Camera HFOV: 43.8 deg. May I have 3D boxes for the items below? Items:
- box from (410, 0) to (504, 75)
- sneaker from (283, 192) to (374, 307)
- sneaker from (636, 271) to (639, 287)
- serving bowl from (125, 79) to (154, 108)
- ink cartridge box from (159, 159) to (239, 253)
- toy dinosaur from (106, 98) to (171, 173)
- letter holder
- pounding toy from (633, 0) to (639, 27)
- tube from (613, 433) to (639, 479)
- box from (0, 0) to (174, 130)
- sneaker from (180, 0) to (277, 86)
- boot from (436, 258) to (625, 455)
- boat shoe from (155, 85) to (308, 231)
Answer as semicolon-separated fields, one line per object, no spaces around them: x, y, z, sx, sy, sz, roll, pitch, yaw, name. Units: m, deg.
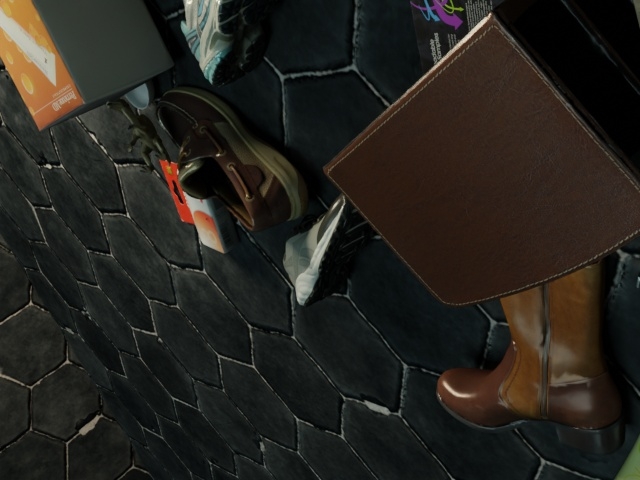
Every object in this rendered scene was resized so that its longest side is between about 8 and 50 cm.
0.165;-0.201;0.799;0.162;0.029;0.116;19;137;40;box
0.000;0.000;1.163;0.108;0.100;0.271;54;149;16;sneaker
0.405;0.059;0.664;0.281;0.115;0.105;19;136;42;sneaker
-0.309;-0.267;1.356;0.083;0.027;0.083;30;138;31;serving bowl
-0.235;-0.065;1.457;0.179;0.045;0.145;17;134;40;ink cartridge box
-0.267;-0.155;1.263;0.183;0.053;0.093;53;-160;-50;toy dinosaur
0.178;-0.081;0.738;0.214;0.152;0.302;49;149;-2;letter holder
0.284;-0.200;0.533;0.130;0.141;0.100;5;126;51;pounding toy
0.400;0.299;0.979;0.070;0.062;0.240;6;135;-3;tube
-0.409;-0.372;1.220;0.215;0.168;0.345;-8;111;53;box
-0.126;-0.313;0.995;0.122;0.110;0.283;51;149;9;sneaker
0.232;0.120;0.978;0.264;0.096;0.280;13;131;47;boot
-0.168;-0.122;1.217;0.342;0.123;0.123;41;148;29;boat shoe
